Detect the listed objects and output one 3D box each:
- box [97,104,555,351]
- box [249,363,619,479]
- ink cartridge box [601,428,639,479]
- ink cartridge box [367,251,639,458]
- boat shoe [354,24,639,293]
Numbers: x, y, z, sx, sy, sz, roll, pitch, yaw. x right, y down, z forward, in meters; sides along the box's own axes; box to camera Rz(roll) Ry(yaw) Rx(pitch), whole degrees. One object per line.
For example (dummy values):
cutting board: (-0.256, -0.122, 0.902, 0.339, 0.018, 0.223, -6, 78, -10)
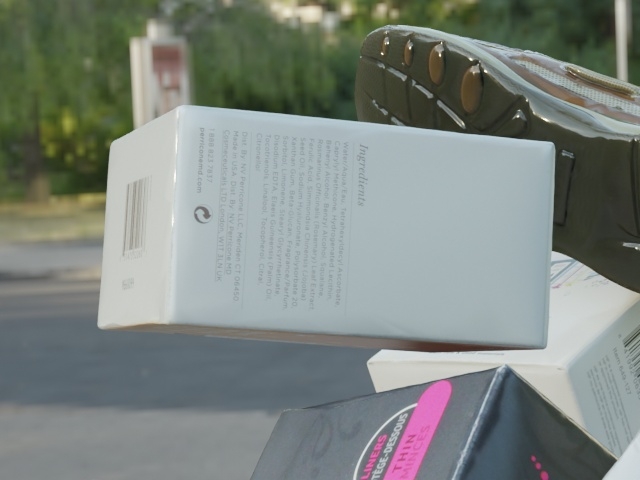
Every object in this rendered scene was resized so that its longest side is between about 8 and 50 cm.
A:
box: (0.000, 0.000, 0.846, 0.170, 0.091, 0.130, 5, -6, -18)
box: (0.089, 0.195, 0.744, 0.270, 0.165, 0.143, 39, -31, -24)
ink cartridge box: (0.101, 0.245, 0.538, 0.091, 0.385, 0.308, 17, 45, 32)
ink cartridge box: (0.184, 0.102, 1.299, 0.168, 0.171, 0.232, -2, 23, 44)
boat shoe: (0.161, -0.054, 1.233, 0.120, 0.122, 0.324, -14, 34, -42)
